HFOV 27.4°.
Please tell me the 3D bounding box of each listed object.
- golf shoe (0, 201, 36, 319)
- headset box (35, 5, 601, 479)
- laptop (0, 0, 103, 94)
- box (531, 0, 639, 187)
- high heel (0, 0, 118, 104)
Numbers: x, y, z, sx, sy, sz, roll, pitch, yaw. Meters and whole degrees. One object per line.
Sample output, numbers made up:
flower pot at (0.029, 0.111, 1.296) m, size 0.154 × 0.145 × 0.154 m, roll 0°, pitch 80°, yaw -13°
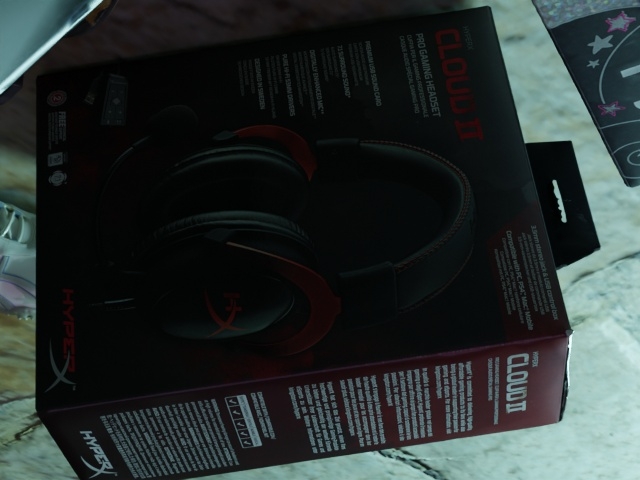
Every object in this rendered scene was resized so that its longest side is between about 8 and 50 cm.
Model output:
golf shoe at (-0.208, 0.002, 0.821) m, size 0.176 × 0.069 × 0.086 m, roll -3°, pitch 141°, yaw -9°
headset box at (0.000, 0.000, 0.720) m, size 0.293 × 0.218 × 0.110 m, roll -8°, pitch 147°, yaw 2°
laptop at (-0.252, -0.170, 0.320) m, size 0.408 × 0.236 × 0.382 m, roll -9°, pitch 133°, yaw 3°
box at (0.140, -0.162, 0.549) m, size 0.142 × 0.163 × 0.247 m, roll -22°, pitch 145°, yaw 18°
high heel at (-0.180, -0.148, 0.567) m, size 0.186 × 0.093 × 0.261 m, roll 13°, pitch 147°, yaw -32°
